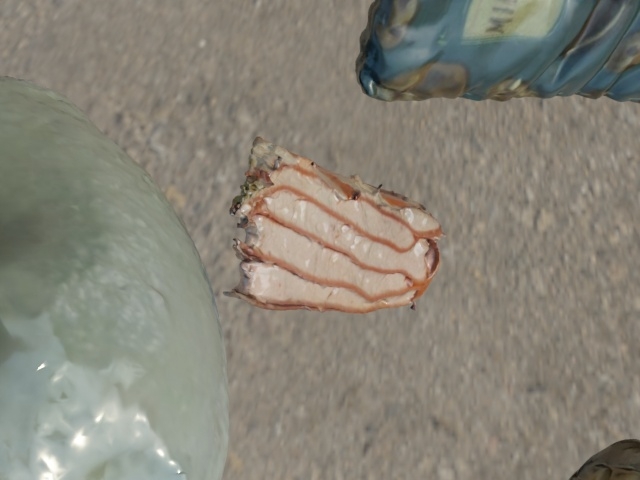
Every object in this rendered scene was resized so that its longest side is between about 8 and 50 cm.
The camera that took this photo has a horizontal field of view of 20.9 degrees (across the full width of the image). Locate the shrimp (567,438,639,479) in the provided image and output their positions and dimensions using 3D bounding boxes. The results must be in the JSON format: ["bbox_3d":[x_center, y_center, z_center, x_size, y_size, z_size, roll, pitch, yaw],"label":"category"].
[{"bbox_3d":[0.066,0.138,0.296,0.035,0.195,0.148,1,138,-21],"label":"shrimp"}]

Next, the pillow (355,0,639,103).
[{"bbox_3d":[0.144,-0.127,0.655,0.255,0.034,0.189,1,134,-29],"label":"pillow"}]

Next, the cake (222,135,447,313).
[{"bbox_3d":[0.002,-0.006,1.170,0.135,0.287,0.098,23,98,13],"label":"cake"}]

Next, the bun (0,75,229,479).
[{"bbox_3d":[-0.197,0.079,0.742,0.354,0.354,0.194,-42,134,20],"label":"bun"}]
